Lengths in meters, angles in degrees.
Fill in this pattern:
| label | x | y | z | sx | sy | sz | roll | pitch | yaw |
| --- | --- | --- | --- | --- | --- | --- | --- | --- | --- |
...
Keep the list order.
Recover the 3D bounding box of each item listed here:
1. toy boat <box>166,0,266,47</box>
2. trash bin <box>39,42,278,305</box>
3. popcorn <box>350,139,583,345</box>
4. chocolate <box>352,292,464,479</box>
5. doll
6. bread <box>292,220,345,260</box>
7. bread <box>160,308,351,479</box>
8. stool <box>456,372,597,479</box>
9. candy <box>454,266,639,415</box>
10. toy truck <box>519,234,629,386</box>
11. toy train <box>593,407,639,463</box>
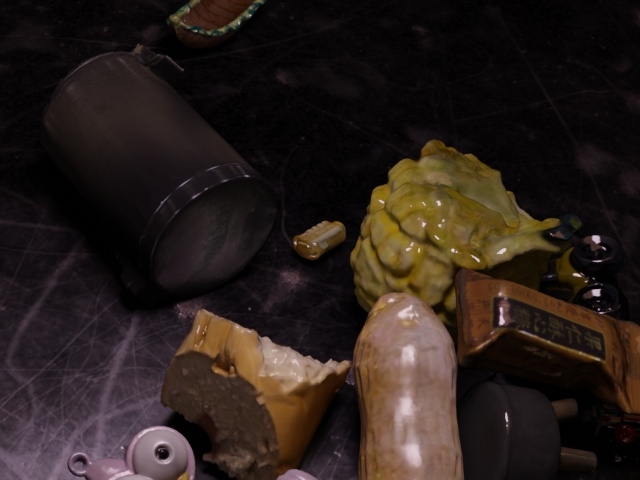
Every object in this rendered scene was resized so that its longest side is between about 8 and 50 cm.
| label | x | y | z | sx | sy | sz | roll | pitch | yaw |
| --- | --- | --- | --- | --- | --- | --- | --- | --- | --- |
| toy boat | -0.179 | -0.369 | 2.238 | 0.108 | 0.099 | 0.293 | 24 | 35 | 12 |
| trash bin | -0.225 | -0.092 | 1.852 | 0.252 | 0.203 | 0.301 | -45 | 59 | 3 |
| popcorn | 0.177 | 0.009 | 1.829 | 0.293 | 0.237 | 0.293 | 3 | 37 | -2 |
| chocolate | 0.105 | 0.210 | 1.651 | 0.134 | 0.134 | 0.309 | 4 | 60 | -12 |
| doll | -0.109 | 0.309 | 1.523 | 0.365 | 0.094 | 0.160 | 20 | 70 | -3 |
| bread | 0.000 | 0.000 | 1.938 | 0.049 | 0.034 | 0.088 | 23 | 37 | 30 |
| bread | -0.067 | 0.145 | 1.632 | 0.183 | 0.211 | 0.224 | 25 | 45 | 13 |
| stool | 0.233 | 0.276 | 1.645 | 0.139 | 0.153 | 0.228 | 11 | 83 | -20 |
| candy | 0.286 | 0.128 | 1.673 | 0.271 | 0.101 | 0.143 | 17 | 52 | -16 |
| toy truck | 0.334 | 0.101 | 1.860 | 0.165 | 0.147 | 0.224 | -4 | 38 | 13 |
| toy train | 0.418 | 0.248 | 1.782 | 0.138 | 0.050 | 0.087 | 6 | 38 | -8 |
